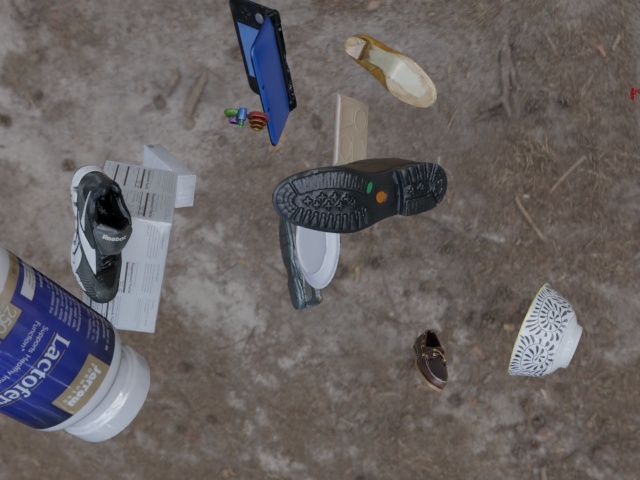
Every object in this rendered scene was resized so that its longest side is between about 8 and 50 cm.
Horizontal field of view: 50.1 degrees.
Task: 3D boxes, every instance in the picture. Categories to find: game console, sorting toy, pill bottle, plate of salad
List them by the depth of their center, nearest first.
[{"bbox_3d":[-0.329,0.127,0.790,0.153,0.153,0.264,-15,139,25],"label":"pill bottle"},{"bbox_3d":[0.000,0.000,1.414,0.048,0.200,0.199,0,121,-27],"label":"plate of salad"},{"bbox_3d":[-0.161,-0.254,1.457,0.102,0.061,0.042,7,83,13],"label":"sorting toy"},{"bbox_3d":[-0.170,-0.431,1.742,0.250,0.173,0.293,31,149,33],"label":"game console"},{"bbox_3d":[0.079,-0.294,1.886,0.038,0.208,0.193,4,93,27],"label":"sorting toy"}]

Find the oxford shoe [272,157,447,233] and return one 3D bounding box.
[{"bbox_3d":[0.038,-0.061,0.858,0.096,0.227,0.082,31,123,59],"label":"oxford shoe"}]

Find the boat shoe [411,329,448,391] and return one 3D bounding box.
[{"bbox_3d":[0.273,0.287,1.680,0.073,0.207,0.073,30,106,-17],"label":"boat shoe"}]

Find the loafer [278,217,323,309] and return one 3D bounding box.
[{"bbox_3d":[-0.055,0.056,1.893,0.096,0.084,0.267,158,104,-67],"label":"loafer"}]

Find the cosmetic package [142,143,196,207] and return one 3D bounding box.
[{"bbox_3d":[-0.438,-0.190,1.971,0.239,0.060,0.098,39,126,42],"label":"cosmetic package"}]

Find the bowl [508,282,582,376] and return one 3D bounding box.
[{"bbox_3d":[0.384,0.163,1.141,0.080,0.170,0.170,22,119,26],"label":"bowl"}]

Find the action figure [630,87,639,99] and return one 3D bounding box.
[{"bbox_3d":[0.557,-0.240,1.136,0.038,0.115,0.030,-5,93,52],"label":"action figure"}]

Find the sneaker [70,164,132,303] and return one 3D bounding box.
[{"bbox_3d":[-0.353,0.000,1.112,0.106,0.078,0.234,17,112,45],"label":"sneaker"}]

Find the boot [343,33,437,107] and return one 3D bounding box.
[{"bbox_3d":[0.201,-0.466,1.848,0.295,0.211,0.104,36,111,5],"label":"boot"}]

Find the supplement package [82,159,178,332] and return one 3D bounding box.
[{"bbox_3d":[-0.371,0.011,1.339,0.145,0.204,0.261,9,122,-14],"label":"supplement package"}]
